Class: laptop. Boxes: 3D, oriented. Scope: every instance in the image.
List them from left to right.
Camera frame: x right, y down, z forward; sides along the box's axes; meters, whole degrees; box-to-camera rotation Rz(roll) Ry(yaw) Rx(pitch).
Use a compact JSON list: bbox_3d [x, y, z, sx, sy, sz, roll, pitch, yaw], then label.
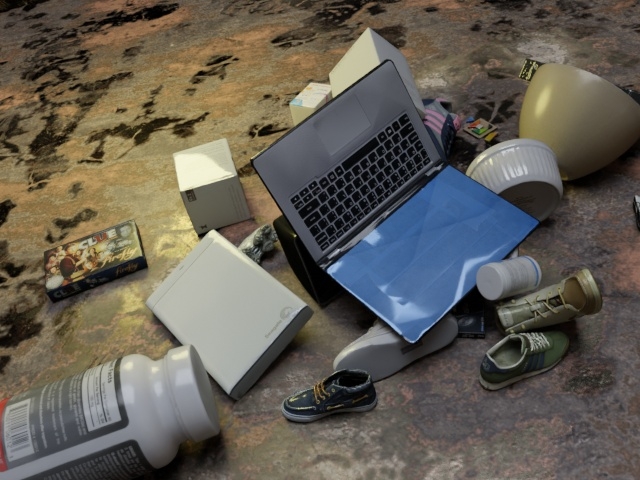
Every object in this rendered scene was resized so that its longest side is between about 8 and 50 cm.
[{"bbox_3d":[0.153,-0.094,1.230,0.382,0.408,0.236,-40,23,-19],"label":"laptop"}]

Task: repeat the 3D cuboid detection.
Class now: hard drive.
[{"bbox_3d":[-0.207,0.144,1.351,0.233,0.047,0.353,-48,51,-9],"label":"hard drive"},{"bbox_3d":[0.709,-0.373,1.612,0.237,0.064,0.339,0,26,-45],"label":"hard drive"}]

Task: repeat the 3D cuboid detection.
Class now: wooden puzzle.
[{"bbox_3d":[0.442,-0.312,1.739,0.078,0.014,0.116,-34,46,-21],"label":"wooden puzzle"}]

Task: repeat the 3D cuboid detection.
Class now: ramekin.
[{"bbox_3d":[0.434,-0.115,1.397,0.207,0.207,0.109,-10,51,4],"label":"ramekin"}]

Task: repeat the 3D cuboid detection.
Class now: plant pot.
[{"bbox_3d":[0.000,0.000,1.410,0.188,0.187,0.167,-34,33,-21],"label":"plant pot"},{"bbox_3d":[0.584,-0.255,1.487,0.284,0.284,0.191,36,92,40],"label":"plant pot"}]

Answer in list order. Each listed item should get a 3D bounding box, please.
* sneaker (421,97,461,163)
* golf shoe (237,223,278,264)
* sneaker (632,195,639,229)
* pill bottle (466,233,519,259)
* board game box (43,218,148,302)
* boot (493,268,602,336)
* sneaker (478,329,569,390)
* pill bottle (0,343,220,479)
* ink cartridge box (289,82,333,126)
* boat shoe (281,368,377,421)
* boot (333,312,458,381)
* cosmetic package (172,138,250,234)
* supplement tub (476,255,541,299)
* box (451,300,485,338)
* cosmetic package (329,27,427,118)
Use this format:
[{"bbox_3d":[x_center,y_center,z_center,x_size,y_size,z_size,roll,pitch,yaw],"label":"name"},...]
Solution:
[{"bbox_3d":[0.319,-0.289,1.674,0.131,0.112,0.319,-12,43,6],"label":"sneaker"},{"bbox_3d":[-0.175,0.034,1.509,0.176,0.069,0.086,-44,17,-19],"label":"golf shoe"},{"bbox_3d":[0.716,-0.061,1.381,0.043,0.040,0.109,4,45,15],"label":"sneaker"},{"bbox_3d":[0.304,0.034,1.327,0.216,0.121,0.121,4,45,19],"label":"pill bottle"},{"bbox_3d":[-0.573,0.047,1.597,0.243,0.042,0.165,-22,43,-9],"label":"board game box"},{"bbox_3d":[0.409,0.121,1.155,0.165,0.213,0.077,-14,72,2],"label":"boot"},{"bbox_3d":[0.377,0.202,1.152,0.192,0.086,0.064,-24,43,-11],"label":"sneaker"},{"bbox_3d":[-0.379,0.328,1.123,0.363,0.210,0.210,-19,42,-6],"label":"pill bottle"},{"bbox_3d":[-0.012,-0.408,1.904,0.092,0.090,0.143,15,50,28],"label":"ink cartridge box"},{"bbox_3d":[0.011,0.281,1.165,0.183,0.083,0.065,-10,42,4],"label":"boat shoe"},{"bbox_3d":[0.133,0.187,1.246,0.258,0.095,0.123,-19,30,-10],"label":"boot"},{"bbox_3d":[-0.285,-0.143,1.645,0.151,0.151,0.184,-18,43,-5],"label":"cosmetic package"},{"bbox_3d":[0.356,0.070,1.187,0.107,0.071,0.071,-9,37,-31],"label":"supplement tub"},{"bbox_3d":[0.298,0.159,1.270,0.067,0.018,0.083,1,44,15],"label":"box"},{"bbox_3d":[0.150,-0.411,1.756,0.197,0.155,0.365,-46,31,28],"label":"cosmetic package"}]
